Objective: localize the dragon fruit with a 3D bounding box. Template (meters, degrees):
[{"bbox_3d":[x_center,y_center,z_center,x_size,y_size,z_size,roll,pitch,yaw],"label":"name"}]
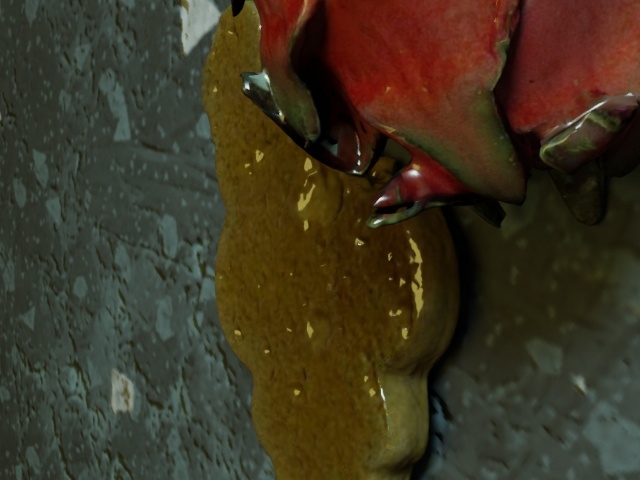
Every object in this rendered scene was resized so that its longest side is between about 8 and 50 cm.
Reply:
[{"bbox_3d":[0.064,-0.110,0.380,0.193,0.274,0.192,-34,23,19],"label":"dragon fruit"}]

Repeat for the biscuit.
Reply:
[{"bbox_3d":[-0.005,0.001,0.573,0.183,0.047,0.319,-42,61,39],"label":"biscuit"}]
